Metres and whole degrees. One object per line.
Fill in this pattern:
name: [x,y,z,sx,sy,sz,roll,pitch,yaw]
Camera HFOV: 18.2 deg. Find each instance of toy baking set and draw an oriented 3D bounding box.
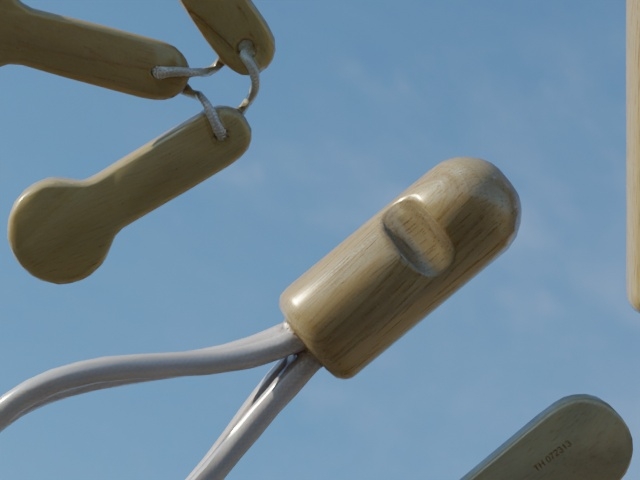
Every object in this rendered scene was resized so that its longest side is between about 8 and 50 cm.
toy baking set: [0.007,-0.002,0.453,0.197,0.256,0.030,-7,10,-6]
